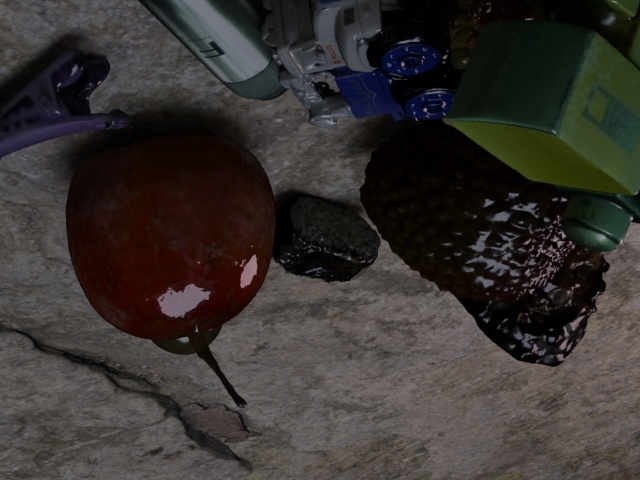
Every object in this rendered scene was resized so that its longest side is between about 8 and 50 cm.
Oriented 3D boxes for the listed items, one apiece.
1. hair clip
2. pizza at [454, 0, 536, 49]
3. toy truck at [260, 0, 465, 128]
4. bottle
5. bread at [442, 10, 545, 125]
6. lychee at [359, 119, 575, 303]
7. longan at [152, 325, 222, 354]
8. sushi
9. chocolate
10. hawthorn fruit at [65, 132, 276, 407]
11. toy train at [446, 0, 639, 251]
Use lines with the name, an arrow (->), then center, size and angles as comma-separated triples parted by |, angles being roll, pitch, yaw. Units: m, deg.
hair clip -> -0.308, -0.115, 1.519 | 0.278, 0.090, 0.137 | -16, 168, 24
pizza -> 0.171, -0.253, 1.347 | 0.201, 0.053, 0.193 | -22, 118, -31
toy truck -> 0.038, -0.197, 1.419 | 0.177, 0.161, 0.213 | -12, 155, 13
bottle -> -0.105, -0.210, 1.419 | 0.096, 0.079, 0.254 | 18, 169, 30
bread -> 0.229, -0.197, 1.555 | 0.236, 0.106, 0.140 | -11, 155, -3
lychee -> 0.180, -0.046, 1.717 | 0.271, 0.236, 0.236 | 9, 155, 7
longan -> -0.174, 0.092, 1.984 | 0.106, 0.106, 0.119 | 20, 98, -48
sushi -> 0.000, 0.000, 1.873 | 0.150, 0.090, 0.078 | 12, 141, -38
chocolate -> 0.298, 0.031, 1.959 | 0.224, 0.206, 0.177 | 12, 135, -32
hawthorn fruit -> -0.172, 0.001, 1.653 | 0.235, 0.263, 0.231 | 3, 142, 34
toy train -> 0.273, -0.197, 1.323 | 0.160, 0.397, 0.253 | 13, 167, 47
